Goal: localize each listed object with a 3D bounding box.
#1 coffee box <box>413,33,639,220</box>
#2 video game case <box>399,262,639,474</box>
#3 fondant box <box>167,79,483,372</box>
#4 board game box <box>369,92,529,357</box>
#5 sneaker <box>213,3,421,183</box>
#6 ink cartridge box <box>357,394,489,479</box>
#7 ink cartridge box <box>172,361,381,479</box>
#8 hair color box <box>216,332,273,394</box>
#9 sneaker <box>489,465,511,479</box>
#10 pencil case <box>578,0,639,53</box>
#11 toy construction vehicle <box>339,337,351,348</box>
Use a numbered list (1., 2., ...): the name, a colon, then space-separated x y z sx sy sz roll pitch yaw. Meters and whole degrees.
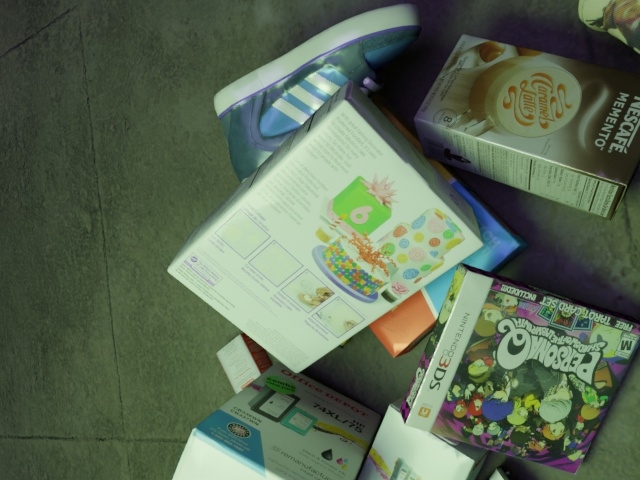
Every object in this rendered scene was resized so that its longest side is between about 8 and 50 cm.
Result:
1. coffee box: 0.259 -0.142 0.644 0.246 0.098 0.141 25 78 26
2. video game case: 0.241 0.159 0.648 0.232 0.042 0.210 18 103 -5
3. fondant box: 0.000 0.000 0.692 0.238 0.096 0.330 43 118 -17
4. board game box: 0.103 -0.027 0.793 0.242 0.064 0.316 -48 66 22
5. sneaker: 0.023 -0.154 0.751 0.323 0.130 0.236 -21 96 17
6. ink cartridge box: 0.140 0.315 0.729 0.127 0.128 0.176 28 103 29
7. ink cartridge box: -0.060 0.333 0.747 0.198 0.270 0.197 24 101 13
8. hair color box: -0.120 0.240 0.940 0.072 0.043 0.141 -39 70 24
9. sneaker: 0.265 0.416 0.669 0.106 0.078 0.234 -37 66 4
10. pencil case: 0.456 -0.173 0.481 0.410 0.183 0.160 50 155 28
11. toy construction vehicle: 0.025 0.110 0.862 0.098 0.035 0.086 39 120 29
